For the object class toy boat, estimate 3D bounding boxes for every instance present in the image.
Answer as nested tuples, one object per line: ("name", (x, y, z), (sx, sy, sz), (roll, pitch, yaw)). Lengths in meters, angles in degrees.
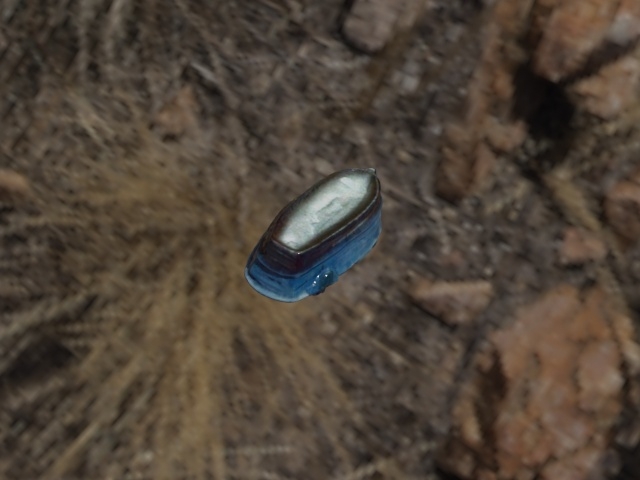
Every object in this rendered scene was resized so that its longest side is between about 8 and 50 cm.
("toy boat", (0.000, 0.000, 1.223), (0.137, 0.060, 0.061), (-47, 160, -48))
